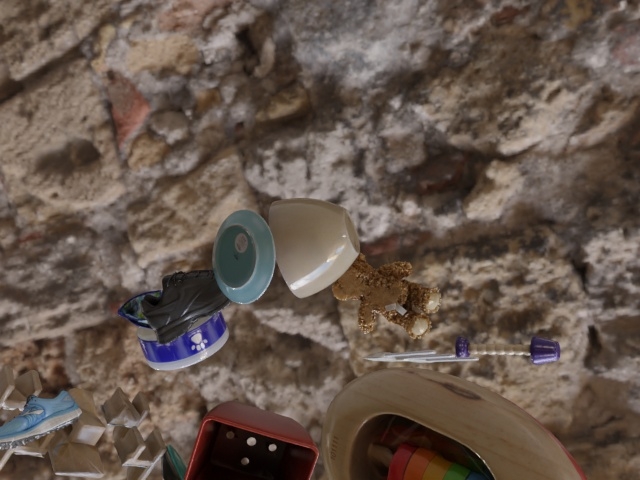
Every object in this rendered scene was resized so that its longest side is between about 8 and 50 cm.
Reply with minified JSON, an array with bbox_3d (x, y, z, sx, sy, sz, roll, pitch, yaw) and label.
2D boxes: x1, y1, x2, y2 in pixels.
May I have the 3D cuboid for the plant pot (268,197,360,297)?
[{"bbox_3d":[0.000,0.000,2.046,0.191,0.284,0.284,-16,-177,14],"label":"plant pot"}]

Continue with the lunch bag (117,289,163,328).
[{"bbox_3d":[-0.449,0.193,1.984,0.151,0.096,0.129,-10,160,27],"label":"lunch bag"}]

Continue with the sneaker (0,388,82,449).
[{"bbox_3d":[-0.503,0.307,1.271,0.162,0.073,0.063,-18,164,-37],"label":"sneaker"}]

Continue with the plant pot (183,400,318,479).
[{"bbox_3d":[-0.172,0.524,1.739,0.267,0.267,0.236,18,-172,-5],"label":"plant pot"}]

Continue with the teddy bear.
[{"bbox_3d":[0.204,0.170,2.267,0.338,0.245,0.113,8,-173,4],"label":"teddy bear"}]

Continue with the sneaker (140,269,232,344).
[{"bbox_3d":[-0.274,0.112,1.604,0.286,0.130,0.109,-33,-171,10],"label":"sneaker"}]

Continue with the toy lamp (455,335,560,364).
[{"bbox_3d":[0.510,0.300,2.007,0.275,0.080,0.080,-5,-172,32],"label":"toy lamp"}]

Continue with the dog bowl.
[{"bbox_3d":[-0.422,0.283,2.258,0.265,0.104,0.265,-15,-160,6],"label":"dog bowl"}]

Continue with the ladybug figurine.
[{"bbox_3d":[0.196,0.336,1.028,0.162,0.305,0.449,-2,-164,-45],"label":"ladybug figurine"}]

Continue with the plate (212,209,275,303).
[{"bbox_3d":[-0.161,0.032,1.453,0.188,0.188,0.024,-11,171,43],"label":"plate"}]

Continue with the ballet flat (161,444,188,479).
[{"bbox_3d":[-0.328,0.632,1.797,0.096,0.280,0.095,-42,155,-7],"label":"ballet flat"}]

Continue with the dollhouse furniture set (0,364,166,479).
[{"bbox_3d":[-0.553,0.522,1.619,0.362,0.256,0.394,24,-162,-43],"label":"dollhouse furniture set"}]

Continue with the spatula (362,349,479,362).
[{"bbox_3d":[0.223,0.267,1.663,0.168,0.019,0.242,14,164,-29],"label":"spatula"}]
